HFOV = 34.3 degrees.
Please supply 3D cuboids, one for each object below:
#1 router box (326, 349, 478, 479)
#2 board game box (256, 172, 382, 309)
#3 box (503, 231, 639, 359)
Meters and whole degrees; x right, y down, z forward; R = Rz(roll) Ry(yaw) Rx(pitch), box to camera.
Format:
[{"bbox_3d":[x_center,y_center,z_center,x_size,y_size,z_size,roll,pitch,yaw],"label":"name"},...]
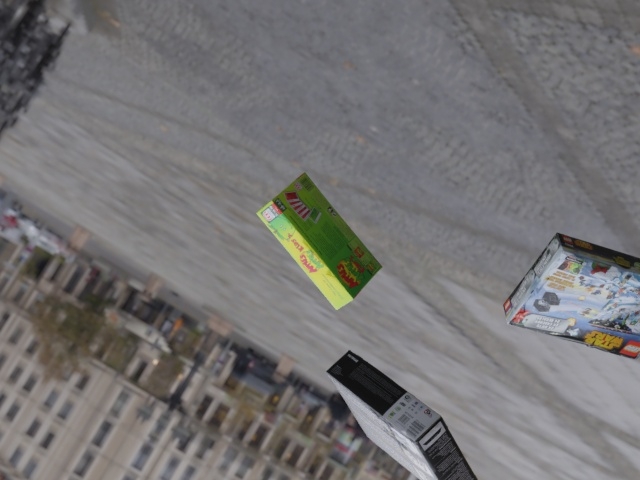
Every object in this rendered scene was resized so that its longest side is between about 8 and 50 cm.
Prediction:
[{"bbox_3d":[0.094,0.219,1.217,0.179,0.046,0.133,32,157,50],"label":"router box"},{"bbox_3d":[0.000,0.000,1.497,0.181,0.092,0.043,50,134,-4],"label":"board game box"},{"bbox_3d":[0.242,0.051,0.904,0.137,0.094,0.027,17,-142,-17],"label":"box"}]
